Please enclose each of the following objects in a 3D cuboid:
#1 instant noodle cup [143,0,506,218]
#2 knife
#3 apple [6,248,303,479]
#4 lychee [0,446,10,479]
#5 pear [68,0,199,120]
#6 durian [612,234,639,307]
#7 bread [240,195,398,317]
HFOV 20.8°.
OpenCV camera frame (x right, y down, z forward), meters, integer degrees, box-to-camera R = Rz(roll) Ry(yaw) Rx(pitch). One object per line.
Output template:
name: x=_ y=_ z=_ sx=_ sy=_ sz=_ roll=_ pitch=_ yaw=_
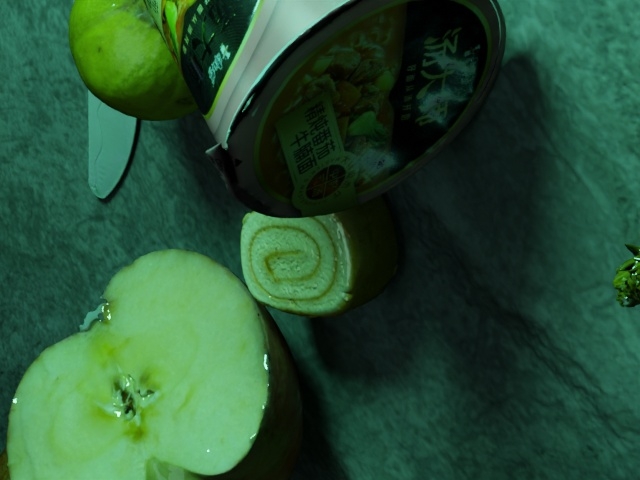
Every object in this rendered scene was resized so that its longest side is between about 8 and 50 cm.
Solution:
instant noodle cup: x=-0.027 y=-0.180 z=1.299 sx=0.255 sy=0.244 sz=0.244 roll=53 pitch=142 yaw=30
knife: x=-0.200 y=-0.172 z=1.662 sx=0.081 sy=0.043 sz=0.336 roll=28 pitch=136 yaw=31
apple: x=-0.134 y=0.170 z=1.624 sx=0.293 sy=0.163 sz=0.251 roll=-36 pitch=55 yaw=12
lychee: x=-0.332 y=0.287 z=2.007 sx=0.114 sy=0.101 sz=0.140 roll=12 pitch=121 yaw=26
pear: x=-0.138 y=-0.177 z=1.480 sx=0.149 sy=0.148 sz=0.162 roll=61 pitch=145 yaw=5
durian: x=0.309 y=0.041 z=1.085 sx=0.306 sy=0.166 sz=0.172 roll=19 pitch=94 yaw=37
bread: x=0.000 y=0.000 z=1.478 sx=0.149 sy=0.073 sz=0.122 roll=5 pitch=108 yaw=47
